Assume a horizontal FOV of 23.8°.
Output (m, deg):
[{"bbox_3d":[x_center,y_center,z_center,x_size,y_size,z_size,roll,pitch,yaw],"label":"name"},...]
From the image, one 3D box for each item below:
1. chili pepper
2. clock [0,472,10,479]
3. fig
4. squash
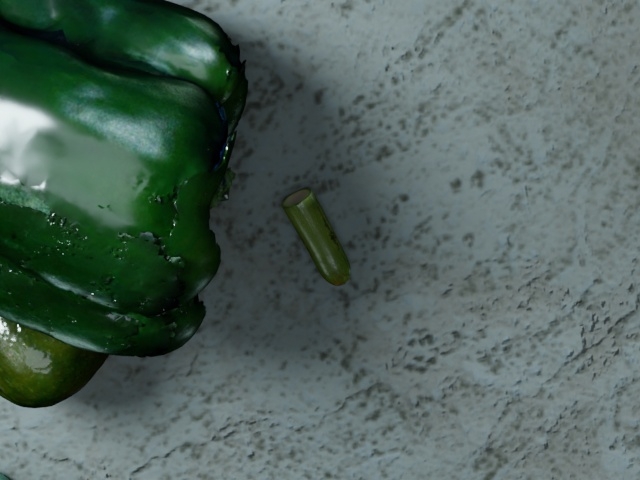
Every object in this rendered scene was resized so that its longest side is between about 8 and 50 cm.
[{"bbox_3d":[-0.179,-0.056,1.039,0.257,0.248,0.233,18,118,-6],"label":"chili pepper"},{"bbox_3d":[-0.285,0.224,1.222,0.135,0.041,0.101,32,102,-18],"label":"clock"},{"bbox_3d":[-0.238,0.044,1.134,0.177,0.117,0.117,40,99,-7],"label":"fig"},{"bbox_3d":[0.000,0.000,1.198,0.027,0.027,0.083,-28,114,1],"label":"squash"}]
